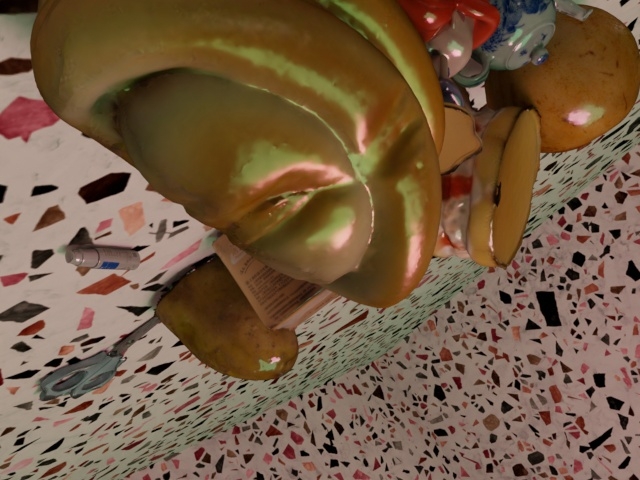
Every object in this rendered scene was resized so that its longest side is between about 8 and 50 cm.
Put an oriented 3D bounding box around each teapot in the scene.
[{"bbox_3d":[0.293,-0.323,0.912,0.232,0.159,0.159,-33,160,-2],"label":"teapot"}]

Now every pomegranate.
[{"bbox_3d":[0.423,-0.287,1.047,0.264,0.264,0.264,-29,160,-12],"label":"pomegranate"}]

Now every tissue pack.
[{"bbox_3d":[0.000,0.000,1.124,0.306,0.238,0.238,-39,160,11],"label":"tissue pack"}]

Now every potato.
[{"bbox_3d":[-0.163,0.175,1.187,0.229,0.266,0.229,-35,157,-18],"label":"potato"}]

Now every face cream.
[{"bbox_3d":[-0.338,0.028,0.919,0.034,0.034,0.130,-40,159,18],"label":"face cream"}]

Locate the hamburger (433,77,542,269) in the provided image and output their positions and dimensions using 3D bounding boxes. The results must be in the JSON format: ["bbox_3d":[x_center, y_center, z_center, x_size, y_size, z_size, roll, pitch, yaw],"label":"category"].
[{"bbox_3d":[0.243,-0.112,0.979,0.261,0.187,0.302,-48,141,-42],"label":"hamburger"}]

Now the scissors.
[{"bbox_3d":[-0.431,0.237,1.273,0.360,0.029,0.191,-36,159,6],"label":"scissors"}]

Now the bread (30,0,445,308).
[{"bbox_3d":[-0.068,-0.103,0.570,0.329,0.245,0.424,-19,138,36],"label":"bread"}]

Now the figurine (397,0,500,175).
[{"bbox_3d":[0.128,-0.239,0.772,0.209,0.256,0.181,3,155,12],"label":"figurine"}]
